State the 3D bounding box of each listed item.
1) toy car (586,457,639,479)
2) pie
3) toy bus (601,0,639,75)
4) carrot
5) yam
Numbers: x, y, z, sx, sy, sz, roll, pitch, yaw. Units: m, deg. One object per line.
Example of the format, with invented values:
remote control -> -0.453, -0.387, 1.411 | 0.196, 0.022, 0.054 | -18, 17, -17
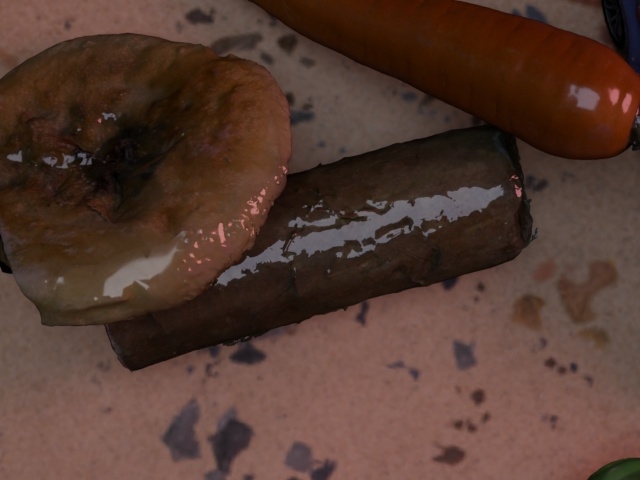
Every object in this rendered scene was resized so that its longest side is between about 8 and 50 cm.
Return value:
toy car -> 0.207, 0.305, 0.951 | 0.213, 0.176, 0.359 | 12, 85, 0
pie -> -0.105, -0.046, 0.988 | 0.185, 0.052, 0.218 | -21, 44, -11
toy bus -> 0.256, -0.063, 0.999 | 0.125, 0.133, 0.292 | -14, 86, -2
carrot -> 0.056, -0.116, 1.006 | 0.336, 0.069, 0.069 | 23, 86, 20
yam -> 0.000, 0.000, 1.014 | 0.259, 0.093, 0.093 | -15, 86, -1
